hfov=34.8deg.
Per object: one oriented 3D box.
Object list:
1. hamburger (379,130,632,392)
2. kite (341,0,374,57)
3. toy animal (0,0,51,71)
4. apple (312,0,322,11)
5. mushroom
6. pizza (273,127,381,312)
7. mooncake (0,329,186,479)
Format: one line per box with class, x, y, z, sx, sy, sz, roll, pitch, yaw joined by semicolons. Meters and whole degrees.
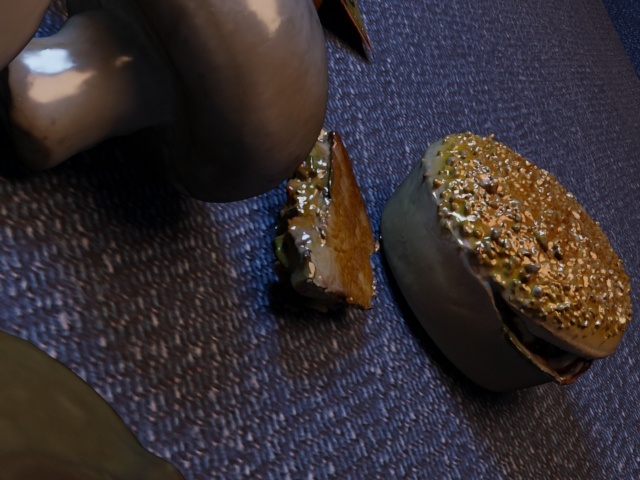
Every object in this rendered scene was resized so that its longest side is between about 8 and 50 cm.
hamburger;0.201;0.018;1.088;0.302;0.170;0.302;39;30;-28
kite;0.000;-0.384;1.303;0.328;0.013;0.377;64;11;-5
toy animal;-0.258;-0.182;0.560;0.196;0.241;0.368;49;13;-29
apple;-0.056;-0.270;1.031;0.146;0.146;0.146;39;32;-30
mushroom;-0.123;-0.120;0.722;0.243;0.243;0.244;39;32;-30
pizza;0.000;0.000;0.909;0.226;0.069;0.147;-86;156;-46
mooncake;-0.154;0.166;0.379;0.284;0.155;0.284;41;30;-30
